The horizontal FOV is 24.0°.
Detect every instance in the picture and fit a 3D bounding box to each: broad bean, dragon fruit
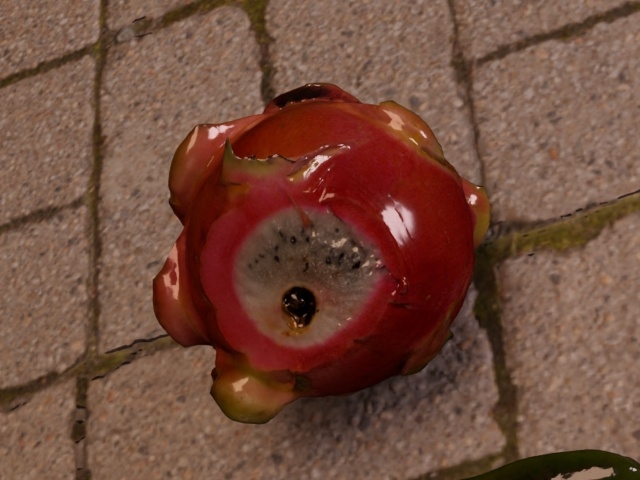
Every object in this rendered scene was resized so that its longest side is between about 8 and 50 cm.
[{"bbox_3d":[0.087,0.172,0.952,0.254,0.046,0.065,-11,56,23],"label":"broad bean"},{"bbox_3d":[0.000,0.003,1.005,0.224,0.227,0.224,1,93,11],"label":"dragon fruit"}]
